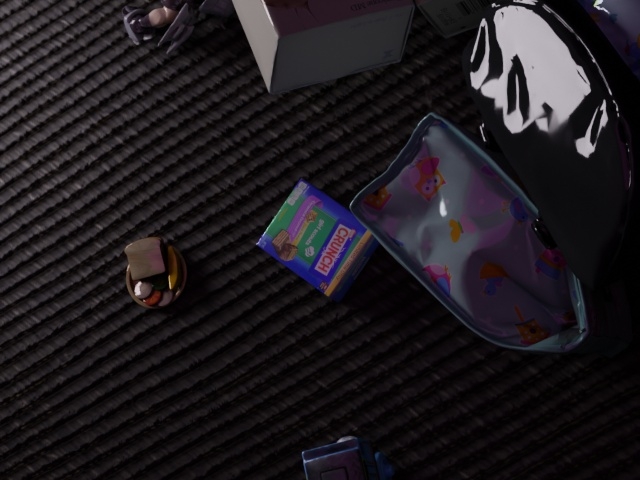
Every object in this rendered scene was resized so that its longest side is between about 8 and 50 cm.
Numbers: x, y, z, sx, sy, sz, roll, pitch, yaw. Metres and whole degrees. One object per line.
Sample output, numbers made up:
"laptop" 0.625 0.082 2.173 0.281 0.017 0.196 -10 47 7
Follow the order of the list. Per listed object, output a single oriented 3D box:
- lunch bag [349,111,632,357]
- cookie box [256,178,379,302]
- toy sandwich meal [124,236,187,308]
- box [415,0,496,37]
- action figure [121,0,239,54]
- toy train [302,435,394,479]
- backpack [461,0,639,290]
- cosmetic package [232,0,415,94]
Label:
"lunch bag" 0.189 0.013 1.335 0.262 0.223 0.160 42 101 20
"cookie box" 0.000 0.000 1.504 0.107 0.040 0.092 35 92 21
"toy sandwich meal" -0.192 0.036 1.571 0.085 0.029 0.086 -4 78 19
"box" 0.142 -0.397 1.486 0.148 0.121 0.311 -21 74 16
"action figure" -0.207 -0.337 1.616 0.285 0.099 0.185 33 85 7
"toy train" 0.038 0.289 1.399 0.080 0.105 0.184 -16 74 16
"backpack" 0.352 -0.136 1.194 0.273 0.355 0.290 -61 40 44
"cosmetic package" -0.030 -0.329 1.497 0.160 0.113 0.309 -17 66 -15
